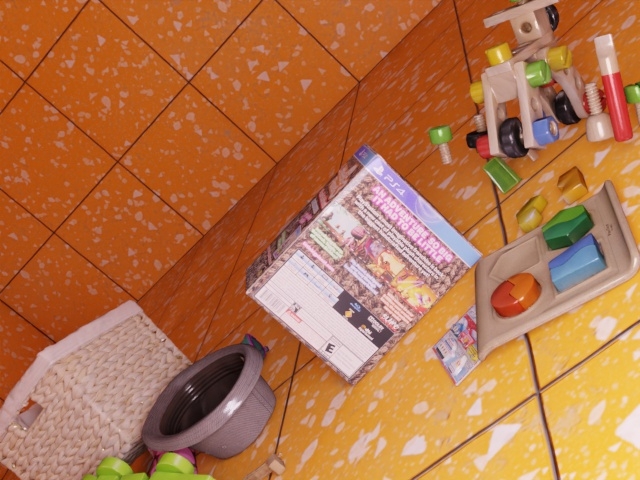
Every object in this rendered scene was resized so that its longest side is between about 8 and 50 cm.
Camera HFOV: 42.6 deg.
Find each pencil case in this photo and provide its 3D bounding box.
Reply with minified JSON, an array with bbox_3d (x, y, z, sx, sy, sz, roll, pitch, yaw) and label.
[{"bbox_3d":[-0.183,0.268,1.750,0.151,0.064,0.070,-45,30,12],"label":"pencil case"},{"bbox_3d":[-0.290,0.427,1.595,0.098,0.095,0.209,-14,9,-8],"label":"pencil case"}]

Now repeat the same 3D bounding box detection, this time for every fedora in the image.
[{"bbox_3d":[-0.184,0.313,1.502,0.275,0.124,0.244,-29,23,31],"label":"fedora"}]

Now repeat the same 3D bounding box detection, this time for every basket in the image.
[{"bbox_3d":[-0.483,0.362,1.785,0.328,0.266,0.331,-50,-5,27],"label":"basket"}]

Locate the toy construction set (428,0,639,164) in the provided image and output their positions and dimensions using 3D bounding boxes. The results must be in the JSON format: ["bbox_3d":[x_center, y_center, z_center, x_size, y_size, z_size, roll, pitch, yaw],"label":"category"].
[{"bbox_3d":[0.321,-0.258,1.183,0.257,0.237,0.309,-22,14,-21],"label":"toy construction set"}]

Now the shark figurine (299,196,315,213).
[{"bbox_3d":[0.012,-0.054,1.983,0.166,0.116,0.278,-15,-3,-42],"label":"shark figurine"}]

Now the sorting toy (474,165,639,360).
[{"bbox_3d":[0.286,0.006,1.067,0.229,0.041,0.307,-37,17,25],"label":"sorting toy"}]

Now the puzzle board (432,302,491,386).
[{"bbox_3d":[0.195,0.132,1.089,0.096,0.011,0.128,-46,14,6],"label":"puzzle board"}]

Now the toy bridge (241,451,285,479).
[{"bbox_3d":[-0.124,0.403,1.285,0.188,0.026,0.063,-48,13,-1],"label":"toy bridge"}]

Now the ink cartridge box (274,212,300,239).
[{"bbox_3d":[0.000,0.000,1.817,0.273,0.115,0.198,-37,18,37],"label":"ink cartridge box"}]

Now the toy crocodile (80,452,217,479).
[{"bbox_3d":[-0.312,0.447,1.421,0.340,0.105,0.115,-11,33,27],"label":"toy crocodile"}]

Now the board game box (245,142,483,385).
[{"bbox_3d":[0.061,0.035,1.298,0.291,0.232,0.141,-46,14,7],"label":"board game box"}]

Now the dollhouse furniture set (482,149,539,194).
[{"bbox_3d":[0.333,-0.137,1.375,0.151,0.058,0.076,-35,-8,-47],"label":"dollhouse furniture set"}]
